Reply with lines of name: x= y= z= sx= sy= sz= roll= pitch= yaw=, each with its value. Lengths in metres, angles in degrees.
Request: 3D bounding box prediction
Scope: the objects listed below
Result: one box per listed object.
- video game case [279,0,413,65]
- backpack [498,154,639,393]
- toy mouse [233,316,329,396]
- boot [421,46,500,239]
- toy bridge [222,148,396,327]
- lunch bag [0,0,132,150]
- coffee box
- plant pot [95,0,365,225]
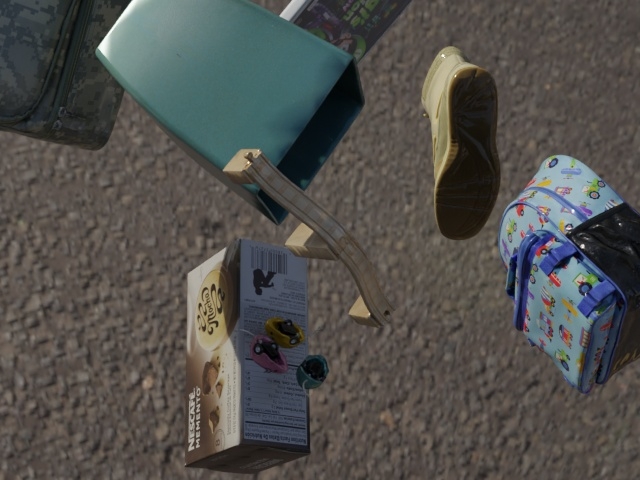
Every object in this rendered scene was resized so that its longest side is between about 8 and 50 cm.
video game case: x=0.033 y=-0.278 z=1.356 sx=0.190 sy=0.173 sz=0.022 roll=-49 pitch=62 yaw=11
backpack: x=0.216 y=0.020 z=0.965 sx=0.117 sy=0.158 sz=0.173 roll=-28 pitch=57 yaw=-18
toy mouse: x=-0.043 y=0.160 z=1.471 sx=0.161 sy=0.031 sz=0.143 roll=17 pitch=33 yaw=-38
boot: x=0.204 y=-0.151 z=1.693 sx=0.095 sy=0.262 sz=0.203 roll=-3 pitch=21 yaw=-4
toy bridge: x=0.000 y=0.000 z=0.862 sx=0.026 sy=0.188 sz=0.063 roll=-52 pitch=29 yaw=-21
lunch bag: x=-0.378 y=-0.274 z=1.392 sx=0.256 sy=0.305 sz=0.212 roll=13 pitch=8 yaw=-45
coffee box: x=-0.106 y=0.169 z=1.600 sx=0.119 sy=0.168 sz=0.297 roll=12 pitch=65 yaw=-30
plant pot: x=-0.100 y=-0.159 z=1.161 sx=0.234 sy=0.166 sz=0.165 roll=34 pitch=85 yaw=11
